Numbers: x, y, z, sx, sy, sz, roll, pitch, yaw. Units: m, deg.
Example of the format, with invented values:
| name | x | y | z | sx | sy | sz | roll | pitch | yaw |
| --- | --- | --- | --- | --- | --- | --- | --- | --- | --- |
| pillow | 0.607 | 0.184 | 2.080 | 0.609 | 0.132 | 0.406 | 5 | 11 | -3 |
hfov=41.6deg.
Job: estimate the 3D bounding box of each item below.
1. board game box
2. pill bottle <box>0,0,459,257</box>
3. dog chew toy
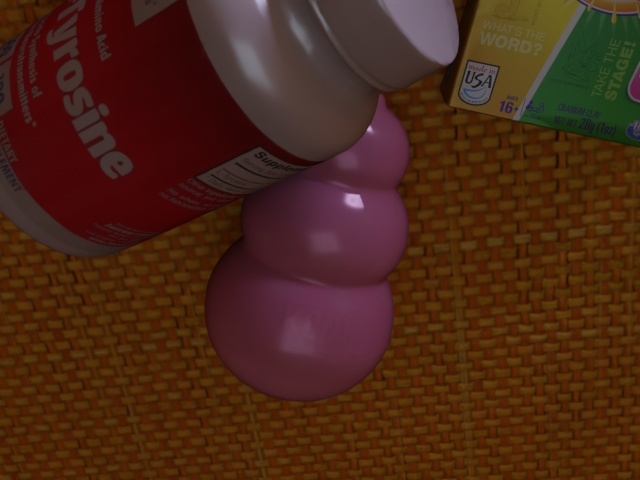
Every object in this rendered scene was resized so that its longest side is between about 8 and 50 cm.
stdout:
| name | x | y | z | sx | sy | sz | roll | pitch | yaw |
| --- | --- | --- | --- | --- | --- | --- | --- | --- | --- |
| board game box | 0.276 | -0.263 | 0.820 | 0.242 | 0.064 | 0.316 | 11 | 116 | -4 |
| pill bottle | -0.099 | -0.149 | 0.741 | 0.408 | 0.229 | 0.229 | -22 | 115 | 30 |
| dog chew toy | 0.000 | 0.000 | 0.890 | 0.207 | 0.206 | 0.331 | 15 | 108 | -6 |
